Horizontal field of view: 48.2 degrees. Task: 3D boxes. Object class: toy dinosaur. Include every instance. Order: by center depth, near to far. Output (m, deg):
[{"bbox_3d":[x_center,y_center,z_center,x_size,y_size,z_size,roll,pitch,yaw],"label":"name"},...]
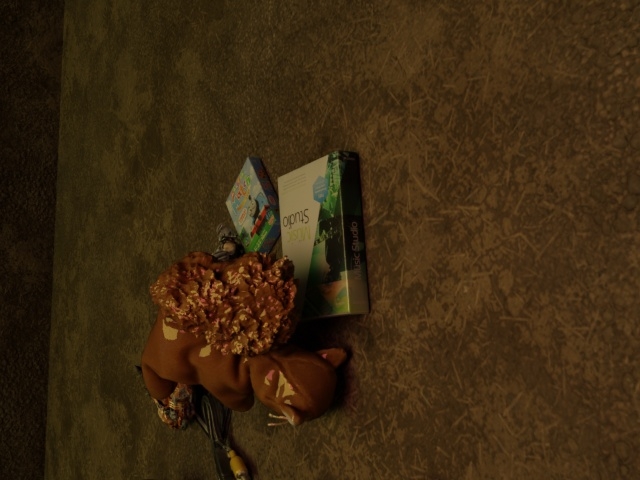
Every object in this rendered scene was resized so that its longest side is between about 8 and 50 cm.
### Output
[{"bbox_3d":[-0.409,0.433,1.961,0.322,0.164,0.218,-50,52,37],"label":"toy dinosaur"}]

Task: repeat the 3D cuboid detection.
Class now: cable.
[{"bbox_3d":[-0.238,0.527,1.805,0.287,0.072,0.139,-115,29,-42],"label":"cable"}]

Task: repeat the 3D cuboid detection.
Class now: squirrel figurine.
[{"bbox_3d":[-0.143,0.203,1.406,0.370,0.281,0.397,27,141,24],"label":"squirrel figurine"}]

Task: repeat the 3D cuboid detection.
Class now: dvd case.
[{"bbox_3d":[-0.277,0.416,1.894,0.164,0.018,0.221,33,114,51],"label":"dvd case"}]

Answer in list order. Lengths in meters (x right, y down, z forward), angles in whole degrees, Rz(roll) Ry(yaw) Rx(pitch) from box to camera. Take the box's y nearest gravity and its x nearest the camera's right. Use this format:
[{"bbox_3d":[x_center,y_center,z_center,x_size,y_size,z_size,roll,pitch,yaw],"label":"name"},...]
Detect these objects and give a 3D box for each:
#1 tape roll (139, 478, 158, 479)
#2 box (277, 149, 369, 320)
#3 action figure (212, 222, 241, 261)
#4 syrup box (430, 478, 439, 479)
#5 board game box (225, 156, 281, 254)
[{"bbox_3d":[-0.443,0.774,1.920,0.169,0.246,0.246,-18,74,53],"label":"tape roll"},{"bbox_3d":[0.000,0.000,1.471,0.232,0.058,0.322,-17,76,55],"label":"box"},{"bbox_3d":[-0.228,0.092,1.733,0.185,0.099,0.285,66,-164,-76],"label":"action figure"},{"bbox_3d":[0.169,0.519,1.158,0.096,0.093,0.237,-46,52,45],"label":"syrup box"},{"bbox_3d":[-0.158,-0.071,1.725,0.160,0.039,0.211,-58,43,37],"label":"board game box"}]
